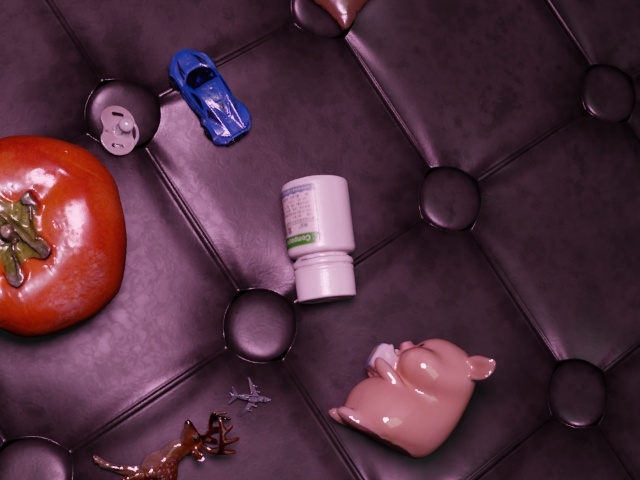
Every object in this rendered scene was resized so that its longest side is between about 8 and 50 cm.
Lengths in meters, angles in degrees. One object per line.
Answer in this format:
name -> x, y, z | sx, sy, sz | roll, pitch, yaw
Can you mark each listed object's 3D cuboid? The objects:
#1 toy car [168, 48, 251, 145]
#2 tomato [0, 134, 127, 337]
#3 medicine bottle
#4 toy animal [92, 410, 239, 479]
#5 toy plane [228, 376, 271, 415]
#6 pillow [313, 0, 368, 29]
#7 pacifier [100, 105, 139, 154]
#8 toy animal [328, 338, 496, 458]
toy car -> -0.223, -0.294, 1.630 | 0.103, 0.063, 0.216 | -35, 89, -18
tomato -> -0.497, -0.004, 1.399 | 0.341, 0.273, 0.341 | 0, 87, -3
medicine bottle -> 0.000, 0.000, 1.594 | 0.139, 0.139, 0.237 | -4, 82, -16
toy animal -> -0.281, 0.433, 1.474 | 0.260, 0.087, 0.244 | 0, 93, -17
toy plane -> -0.135, 0.301, 1.555 | 0.084, 0.024, 0.078 | 12, 94, -12
pillow -> 0.029, -0.645, 1.742 | 0.308, 0.108, 0.305 | 39, 74, -5
pacifier -> -0.381, -0.217, 1.568 | 0.081, 0.078, 0.099 | 4, 76, -36
toy animal -> 0.174, 0.293, 1.564 | 0.213, 0.195, 0.256 | 37, 75, 3
